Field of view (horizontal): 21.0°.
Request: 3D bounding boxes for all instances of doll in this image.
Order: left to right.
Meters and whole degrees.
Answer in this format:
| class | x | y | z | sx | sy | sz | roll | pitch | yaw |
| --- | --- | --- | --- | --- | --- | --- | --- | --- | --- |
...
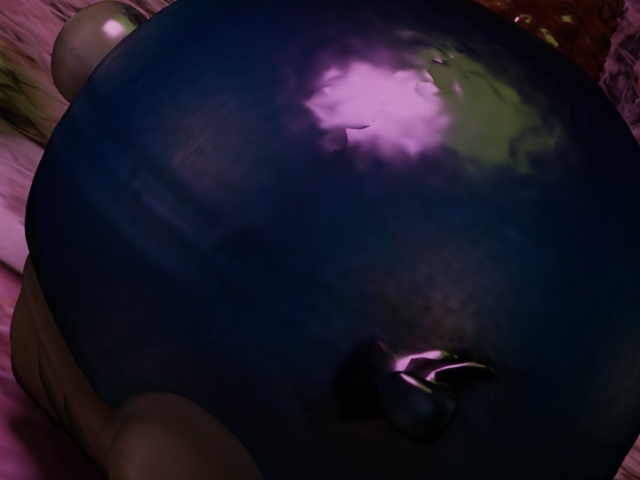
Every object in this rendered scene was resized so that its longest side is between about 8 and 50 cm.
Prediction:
| class | x | y | z | sx | sy | sz | roll | pitch | yaw |
| --- | --- | --- | --- | --- | --- | --- | --- | --- | --- |
| doll | 0.001 | 0.000 | 0.563 | 0.198 | 0.186 | 0.322 | 30 | 10 | -19 |

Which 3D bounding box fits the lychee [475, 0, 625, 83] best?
| class | x | y | z | sx | sy | sz | roll | pitch | yaw |
| --- | --- | --- | --- | --- | --- | --- | --- | --- | --- |
| lychee | 0.065 | -0.142 | 1.141 | 0.267 | 0.267 | 0.267 | 33 | 12 | -8 |
